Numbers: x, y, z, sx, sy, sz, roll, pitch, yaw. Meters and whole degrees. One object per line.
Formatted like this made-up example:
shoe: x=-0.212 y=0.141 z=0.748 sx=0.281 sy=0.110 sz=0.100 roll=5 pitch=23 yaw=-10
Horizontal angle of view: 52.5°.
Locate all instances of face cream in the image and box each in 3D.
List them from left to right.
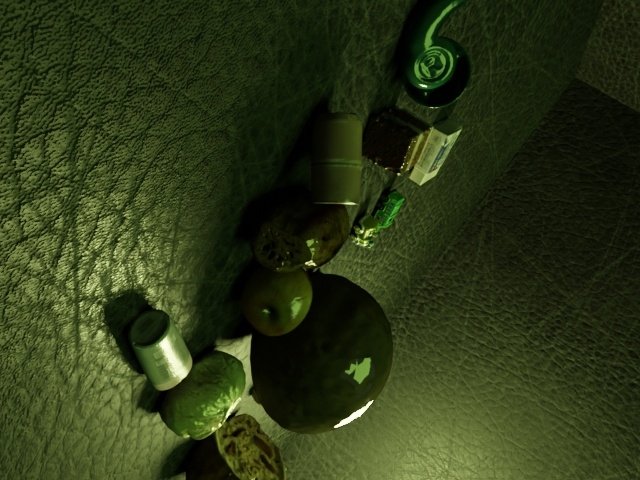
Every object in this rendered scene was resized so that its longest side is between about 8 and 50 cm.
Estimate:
face cream: x=-0.331 y=0.234 z=1.355 sx=0.107 sy=0.073 sz=0.269 roll=-41 pitch=159 yaw=-21

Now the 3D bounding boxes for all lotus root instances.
lotus root: x=-0.288 y=0.771 z=2.147 sx=0.250 sy=0.316 sz=0.316 roll=-48 pitch=163 yaw=9
lotus root: x=-0.039 y=-0.016 z=1.463 sx=0.291 sy=0.193 sz=0.193 roll=-33 pitch=154 yaw=-60

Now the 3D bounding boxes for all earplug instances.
earplug: x=0.274 y=-0.447 z=1.545 sx=0.280 sy=0.163 sz=0.258 roll=-14 pitch=102 yaw=-80

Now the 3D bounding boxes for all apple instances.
apple: x=-0.104 y=0.135 z=1.585 sx=0.182 sy=0.182 sz=0.155 roll=-63 pitch=-178 yaw=28

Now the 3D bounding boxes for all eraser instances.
eraser: x=0.384 y=-0.296 z=2.176 sx=0.124 sy=0.068 sz=0.210 roll=-34 pitch=155 yaw=-47

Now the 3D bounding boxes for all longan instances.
longan: x=0.001 y=0.303 z=1.806 sx=0.404 sy=0.404 sz=0.436 roll=-30 pitch=150 yaw=-51

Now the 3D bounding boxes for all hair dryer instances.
hair dryer: x=0.037 y=-0.177 z=1.479 sx=0.344 sy=0.106 sz=0.189 roll=-63 pitch=154 yaw=-87

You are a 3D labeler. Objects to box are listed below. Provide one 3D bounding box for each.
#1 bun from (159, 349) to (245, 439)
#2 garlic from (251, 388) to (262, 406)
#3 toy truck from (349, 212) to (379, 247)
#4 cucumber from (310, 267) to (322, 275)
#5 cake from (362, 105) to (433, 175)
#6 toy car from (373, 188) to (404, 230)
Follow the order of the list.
bun: x=-0.291 y=0.405 z=1.660 sx=0.244 sy=0.153 sz=0.244 roll=-44 pitch=155 yaw=-26
garlic: x=-0.130 y=0.486 z=2.286 sx=0.245 sy=0.145 sz=0.164 roll=-54 pitch=131 yaw=-6
toy truck: x=0.145 y=-0.025 z=2.063 sx=0.076 sy=0.077 sz=0.111 roll=-38 pitch=157 yaw=-39
cucumber: x=-0.047 y=0.208 z=2.026 sx=0.072 sy=0.072 sz=0.300 roll=-28 pitch=149 yaw=-54
cake: x=0.200 y=-0.261 z=1.663 sx=0.147 sy=0.135 sz=0.135 roll=-36 pitch=153 yaw=-42
toy car: x=0.212 y=-0.090 z=2.135 sx=0.071 sy=0.062 sz=0.165 roll=-28 pitch=149 yaw=-55
